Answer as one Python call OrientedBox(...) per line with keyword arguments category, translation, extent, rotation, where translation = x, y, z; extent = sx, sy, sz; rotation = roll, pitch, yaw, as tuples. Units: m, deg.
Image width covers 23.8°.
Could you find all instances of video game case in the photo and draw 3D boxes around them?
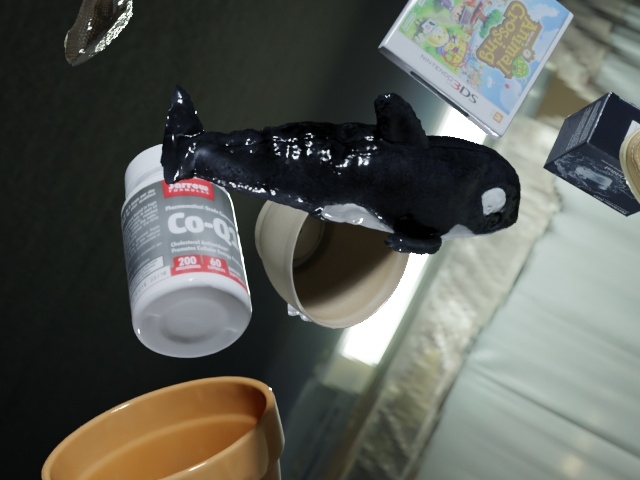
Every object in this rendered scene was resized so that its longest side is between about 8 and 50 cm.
OrientedBox(category="video game case", translation=(0.201, -0.266, 1.935), extent=(0.212, 0.193, 0.023), rotation=(-58, 11, -22))

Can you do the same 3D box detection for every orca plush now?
OrientedBox(category="orca plush", translation=(0.028, -0.079, 1.155), extent=(0.151, 0.287, 0.102), rotation=(-80, 7, -60))

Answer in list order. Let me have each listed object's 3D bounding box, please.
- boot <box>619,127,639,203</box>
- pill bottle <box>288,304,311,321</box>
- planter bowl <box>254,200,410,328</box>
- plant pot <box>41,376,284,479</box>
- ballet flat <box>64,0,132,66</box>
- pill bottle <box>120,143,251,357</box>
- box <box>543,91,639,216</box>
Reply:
OrientedBox(category="boot", translation=(0.472, -0.031, 1.781), extent=(0.095, 0.262, 0.203), rotation=(-38, 5, -5))
OrientedBox(category="pill bottle", translation=(0.000, 0.088, 2.038), extent=(0.043, 0.083, 0.043), rotation=(3, -90, -81))
OrientedBox(category="planter bowl", translation=(0.000, 0.000, 1.579), extent=(0.162, 0.109, 0.162), rotation=(-14, -67, -37))
OrientedBox(category="plant pot", translation=(-0.166, 0.319, 1.833), extent=(0.291, 0.291, 0.203), rotation=(-36, -65, -47))
OrientedBox(category="ballet flat", translation=(-0.264, -0.284, 1.825), extent=(0.084, 0.058, 0.250), rotation=(-44, 1, -28))
OrientedBox(category="pill bottle", translation=(-0.192, 0.007, 2.099), extent=(0.161, 0.161, 0.283), rotation=(90, 170, -47))
OrientedBox(category="box", translation=(0.434, -0.122, 2.204), extent=(0.093, 0.156, 0.158), rotation=(-63, 9, -16))
